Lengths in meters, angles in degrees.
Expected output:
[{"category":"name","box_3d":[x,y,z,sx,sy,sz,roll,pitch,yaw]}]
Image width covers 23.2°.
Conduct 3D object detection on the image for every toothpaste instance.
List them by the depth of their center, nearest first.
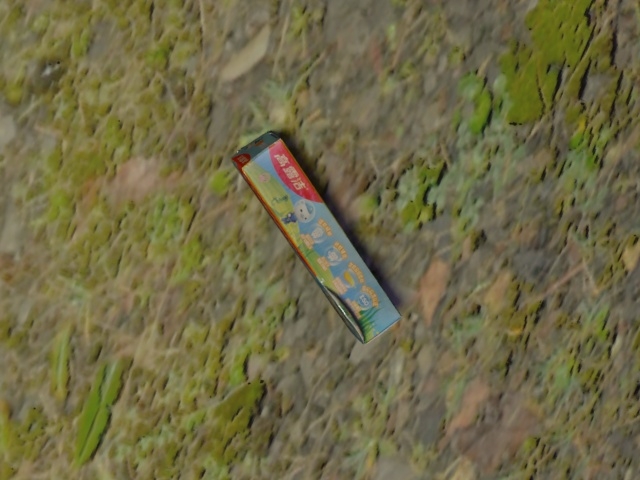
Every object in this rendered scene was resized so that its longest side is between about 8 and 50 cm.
[{"category":"toothpaste","box_3d":[0.000,0.000,1.319,0.044,0.070,0.193,-36,109,-5]}]
